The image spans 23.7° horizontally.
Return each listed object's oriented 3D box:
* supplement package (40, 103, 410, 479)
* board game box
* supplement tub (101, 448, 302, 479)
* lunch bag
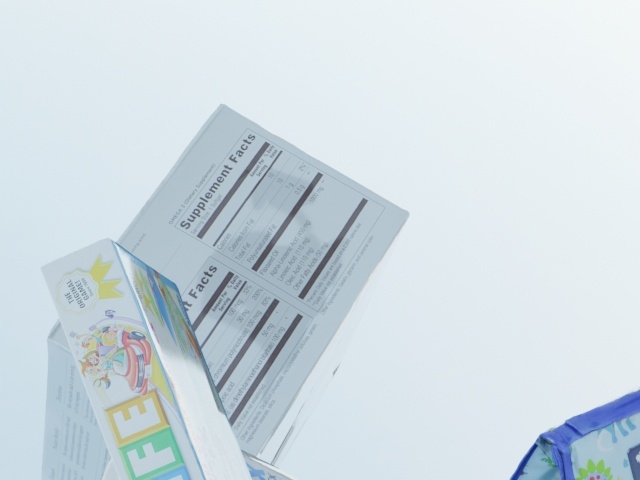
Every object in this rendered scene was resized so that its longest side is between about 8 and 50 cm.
[{"bbox_3d":[-0.073,0.078,1.024,0.145,0.262,0.204,30,-120,5],"label":"supplement package"},{"bbox_3d":[-0.046,0.081,0.530,0.103,0.026,0.154,58,-171,-77],"label":"board game box"},{"bbox_3d":[-0.053,0.139,0.770,0.107,0.071,0.071,32,-168,-38],"label":"supplement tub"},{"bbox_3d":[0.185,0.158,0.965,0.128,0.151,0.096,-21,-140,-30],"label":"lunch bag"}]
